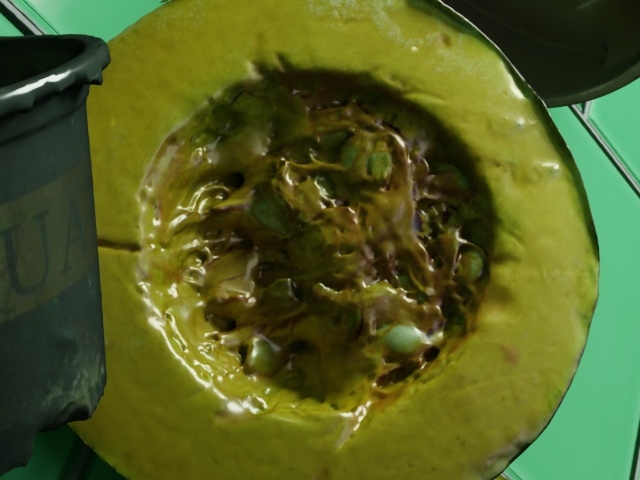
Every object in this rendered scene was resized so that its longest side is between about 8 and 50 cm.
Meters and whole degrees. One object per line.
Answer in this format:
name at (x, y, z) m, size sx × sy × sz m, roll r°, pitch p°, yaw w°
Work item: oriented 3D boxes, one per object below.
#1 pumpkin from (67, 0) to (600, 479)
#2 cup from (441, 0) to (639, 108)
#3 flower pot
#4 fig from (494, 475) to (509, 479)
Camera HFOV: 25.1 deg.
pumpkin at (-0.002, 0.010, 0.565) m, size 0.110 × 0.217 × 0.217 m, roll 81°, pitch 7°, yaw -76°
cup at (0.092, -0.215, 0.720) m, size 0.253 × 0.191 × 0.200 m, roll 33°, pitch 44°, yaw 0°
flower pot at (-0.129, 0.009, 0.406) m, size 0.157 × 0.157 × 0.107 m, roll -29°, pitch 116°, yaw -50°
fig at (0.045, 0.114, 0.632) m, size 0.124 × 0.124 × 0.236 m, roll 52°, pitch 21°, yaw -28°
